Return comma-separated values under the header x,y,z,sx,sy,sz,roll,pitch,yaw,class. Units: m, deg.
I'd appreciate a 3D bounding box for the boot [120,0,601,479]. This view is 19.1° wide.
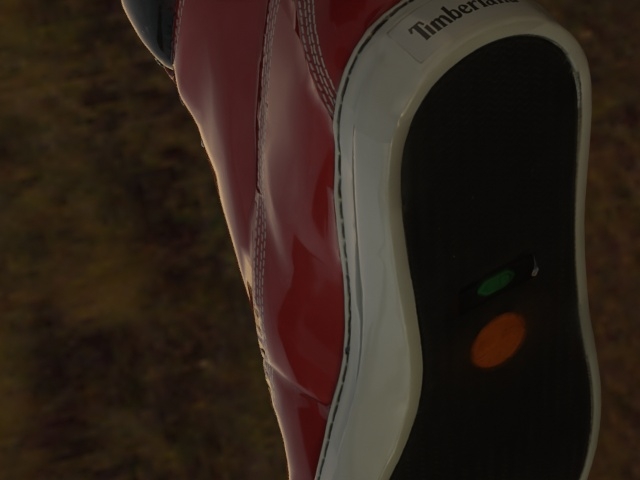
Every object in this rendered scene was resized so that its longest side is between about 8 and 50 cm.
x,y,z,sx,sy,sz,roll,pitch,yaw,class
0.000,0.000,0.579,0.176,0.088,0.244,43,145,43,boot
